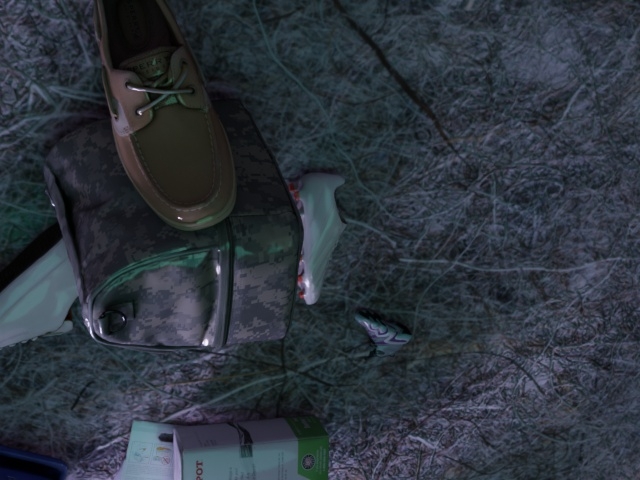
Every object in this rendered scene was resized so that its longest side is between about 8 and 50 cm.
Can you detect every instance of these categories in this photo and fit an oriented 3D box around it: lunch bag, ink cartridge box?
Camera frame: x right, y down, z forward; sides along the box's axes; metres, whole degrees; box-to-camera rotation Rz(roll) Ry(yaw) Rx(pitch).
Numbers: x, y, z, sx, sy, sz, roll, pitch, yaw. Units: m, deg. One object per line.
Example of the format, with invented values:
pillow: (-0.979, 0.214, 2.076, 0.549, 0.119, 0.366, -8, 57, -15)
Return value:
lunch bag: (-0.185, -0.018, 1.632, 0.256, 0.305, 0.212, -6, 134, -19)
ink cartridge box: (-0.104, 0.349, 1.981, 0.219, 0.092, 0.160, -2, 107, -15)
ink cartridge box: (-0.232, 0.351, 2.019, 0.145, 0.045, 0.179, 10, 100, -18)

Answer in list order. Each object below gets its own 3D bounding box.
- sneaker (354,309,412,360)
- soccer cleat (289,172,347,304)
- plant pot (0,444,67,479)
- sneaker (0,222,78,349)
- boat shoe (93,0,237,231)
sneaker: (0.077, 0.143, 1.955, 0.098, 0.038, 0.069, 26, 111, -25)
soccer cleat: (0.000, 0.000, 1.834, 0.076, 0.068, 0.196, -7, 120, -13)
plant pot: (-0.473, 0.413, 1.884, 0.236, 0.212, 0.236, 16, 116, -23)
sneaker: (-0.399, 0.109, 1.777, 0.290, 0.106, 0.123, -37, 120, 9)
boat shoe: (-0.189, -0.169, 1.519, 0.122, 0.341, 0.110, -22, 157, -6)
